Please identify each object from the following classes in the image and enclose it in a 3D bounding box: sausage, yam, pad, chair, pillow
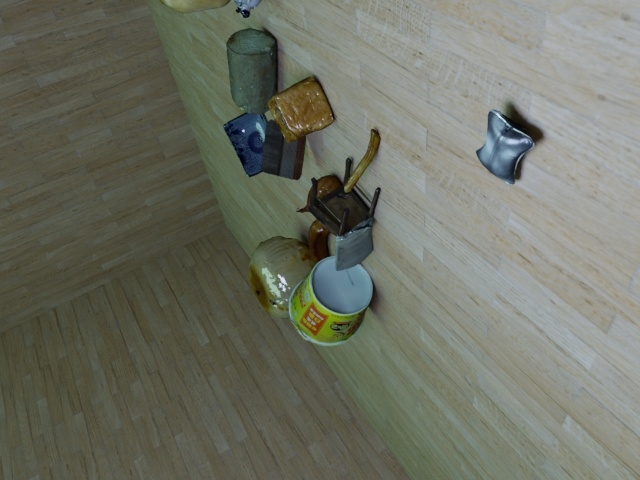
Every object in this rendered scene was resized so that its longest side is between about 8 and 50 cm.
[{"bbox_3d":[-0.003,-0.004,2.014,0.103,0.076,0.302,46,159,23],"label":"sausage"},{"bbox_3d":[-0.223,-0.557,1.667,0.161,0.161,0.268,56,162,19],"label":"yam"},{"bbox_3d":[-0.101,-0.206,1.630,0.250,0.055,0.323,-1,-99,-63],"label":"pad"},{"bbox_3d":[0.074,-0.071,1.560,0.186,0.160,0.319,48,158,25],"label":"chair"},{"bbox_3d":[0.315,-0.158,0.879,0.091,0.055,0.135,24,155,12],"label":"pillow"}]

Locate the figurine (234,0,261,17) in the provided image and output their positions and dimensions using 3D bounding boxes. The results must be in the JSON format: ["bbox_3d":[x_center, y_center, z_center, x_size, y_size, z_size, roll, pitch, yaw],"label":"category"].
[{"bbox_3d":[-0.196,-0.713,1.393,0.147,0.126,0.192,-126,46,-60],"label":"figurine"}]

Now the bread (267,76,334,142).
[{"bbox_3d":[-0.062,-0.382,1.497,0.158,0.143,0.149,67,170,-17],"label":"bread"}]

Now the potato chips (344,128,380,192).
[{"bbox_3d":[0.111,-0.207,1.348,0.204,0.037,0.026,-63,36,42],"label":"potato chips"}]

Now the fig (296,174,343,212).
[{"bbox_3d":[-0.004,-0.114,1.650,0.146,0.201,0.134,56,151,-5],"label":"fig"}]

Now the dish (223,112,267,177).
[{"bbox_3d":[-0.263,-0.404,2.083,0.243,0.182,0.080,64,-161,-8],"label":"dish"}]

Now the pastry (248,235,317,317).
[{"bbox_3d":[-0.133,0.159,2.240,0.388,0.313,0.388,41,145,38],"label":"pastry"}]

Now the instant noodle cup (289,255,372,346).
[{"bbox_3d":[0.047,0.210,1.858,0.311,0.311,0.221,56,153,20],"label":"instant noodle cup"}]

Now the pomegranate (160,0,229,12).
[{"bbox_3d":[-0.371,-0.824,1.451,0.332,0.333,0.332,53,161,28],"label":"pomegranate"}]
